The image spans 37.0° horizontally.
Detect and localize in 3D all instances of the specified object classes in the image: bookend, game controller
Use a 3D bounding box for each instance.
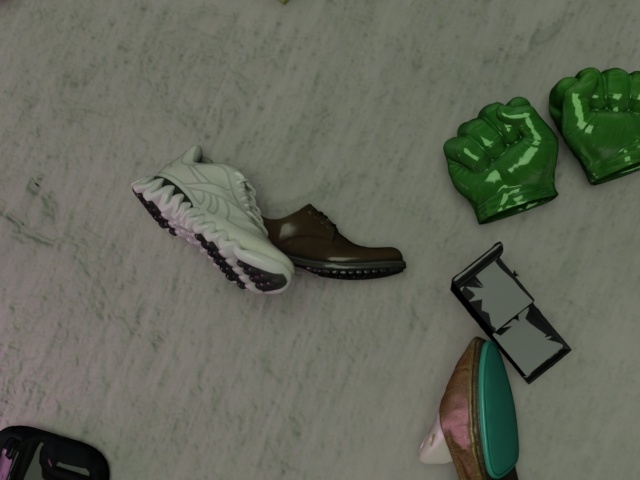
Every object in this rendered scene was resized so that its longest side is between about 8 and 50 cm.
[{"bbox_3d":[0.232,0.090,1.147,0.072,0.157,0.156,-39,79,1],"label":"bookend"},{"bbox_3d":[-0.389,0.407,1.238,0.166,0.067,0.319,17,85,-5],"label":"game controller"}]

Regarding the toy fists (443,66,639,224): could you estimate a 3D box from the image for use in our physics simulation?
[{"bbox_3d":[0.294,-0.130,1.201,0.279,0.096,0.142,-20,79,5],"label":"toy fists"}]

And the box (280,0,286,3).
[{"bbox_3d":[-0.012,-0.410,1.269,0.042,0.109,0.178,40,88,12],"label":"box"}]

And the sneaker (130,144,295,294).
[{"bbox_3d":[-0.120,-0.035,1.192,0.118,0.110,0.292,-43,48,-14],"label":"sneaker"}]

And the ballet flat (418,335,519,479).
[{"bbox_3d":[0.190,0.293,1.156,0.124,0.116,0.342,-17,87,32],"label":"ballet flat"}]

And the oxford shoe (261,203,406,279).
[{"bbox_3d":[0.000,0.000,1.226,0.227,0.083,0.096,9,82,8],"label":"oxford shoe"}]
